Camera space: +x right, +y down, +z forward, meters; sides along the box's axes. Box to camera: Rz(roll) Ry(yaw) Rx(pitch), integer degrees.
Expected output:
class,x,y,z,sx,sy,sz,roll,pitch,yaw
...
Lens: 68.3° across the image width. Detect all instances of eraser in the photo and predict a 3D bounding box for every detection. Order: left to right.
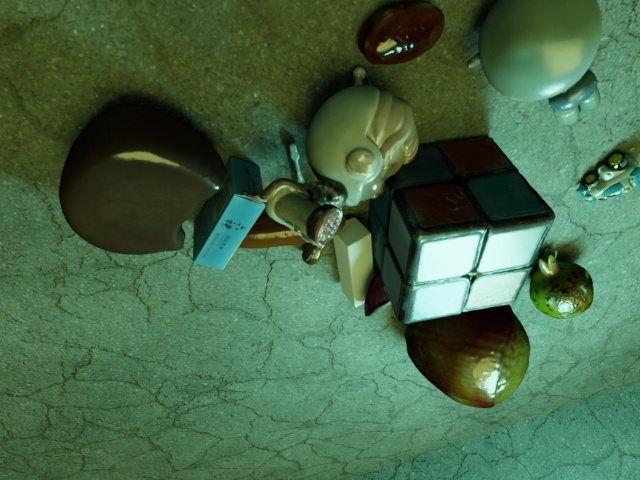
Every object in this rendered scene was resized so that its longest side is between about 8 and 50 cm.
class,x,y,z,sx,sy,sz,roll,pitch,yaw
eraser,0.098,0.070,1.337,0.076,0.078,0.298,-30,142,-15

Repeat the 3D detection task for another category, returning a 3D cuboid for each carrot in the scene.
class,x,y,z,sx,sy,sz,roll,pitch,yaw
carrot,0.000,0.000,1.287,0.055,0.055,0.161,14,125,-26

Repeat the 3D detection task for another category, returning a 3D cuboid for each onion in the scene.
class,x,y,z,sx,sy,sz,roll,pitch,yaw
onion,0.220,0.117,1.354,0.250,0.111,0.247,-26,167,-21

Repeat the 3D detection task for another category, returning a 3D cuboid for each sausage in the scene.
class,x,y,z,sx,sy,sz,roll,pitch,yaw
sausage,-0.084,-0.027,1.198,0.300,0.083,0.089,-6,138,4

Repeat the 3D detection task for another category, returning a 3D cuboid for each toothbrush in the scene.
class,x,y,z,sx,sy,sz,roll,pitch,yaw
toothbrush,-0.042,-0.123,1.165,0.030,0.030,0.304,-13,138,-1

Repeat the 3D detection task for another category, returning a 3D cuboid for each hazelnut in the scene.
class,x,y,z,sx,sy,sz,roll,pitch,yaw
hazelnut,0.486,0.369,1.585,0.421,0.353,0.421,6,156,3

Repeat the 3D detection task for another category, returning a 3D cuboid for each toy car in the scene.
class,x,y,z,sx,sy,sz,roll,pitch,yaw
toy car,0.807,-0.154,1.296,0.126,0.098,0.161,31,120,-34

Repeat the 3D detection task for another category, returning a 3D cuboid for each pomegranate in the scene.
class,x,y,z,sx,sy,sz,roll,pitch,yaw
pomegranate,0.789,0.134,1.548,0.198,0.198,0.246,-9,96,-5

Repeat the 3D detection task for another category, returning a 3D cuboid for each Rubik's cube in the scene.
class,x,y,z,sx,sy,sz,roll,pitch,yaw
Rubik's cube,0.306,-0.028,1.145,0.313,0.318,0.316,-9,137,-7

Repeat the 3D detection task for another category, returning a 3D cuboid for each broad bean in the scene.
class,x,y,z,sx,sy,sz,roll,pitch,yaw
broad bean,0.157,-0.394,0.904,0.165,0.084,0.114,-13,153,-9

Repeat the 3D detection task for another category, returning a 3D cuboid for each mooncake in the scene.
class,x,y,z,sx,sy,sz,roll,pitch,yaw
mooncake,-0.362,-0.123,0.983,0.334,0.174,0.326,-7,139,-12

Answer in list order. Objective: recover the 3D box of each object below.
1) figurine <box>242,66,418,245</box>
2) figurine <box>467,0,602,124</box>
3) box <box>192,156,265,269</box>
class,x,y,z,sx,sy,sz,roll,pitch,yaw
figurine,0.040,-0.157,0.954,0.361,0.253,0.211,-47,111,-4
figurine,0.493,-0.358,0.944,0.382,0.205,0.224,12,138,-35
box,-0.220,-0.060,1.103,0.083,0.142,0.232,16,128,-29
